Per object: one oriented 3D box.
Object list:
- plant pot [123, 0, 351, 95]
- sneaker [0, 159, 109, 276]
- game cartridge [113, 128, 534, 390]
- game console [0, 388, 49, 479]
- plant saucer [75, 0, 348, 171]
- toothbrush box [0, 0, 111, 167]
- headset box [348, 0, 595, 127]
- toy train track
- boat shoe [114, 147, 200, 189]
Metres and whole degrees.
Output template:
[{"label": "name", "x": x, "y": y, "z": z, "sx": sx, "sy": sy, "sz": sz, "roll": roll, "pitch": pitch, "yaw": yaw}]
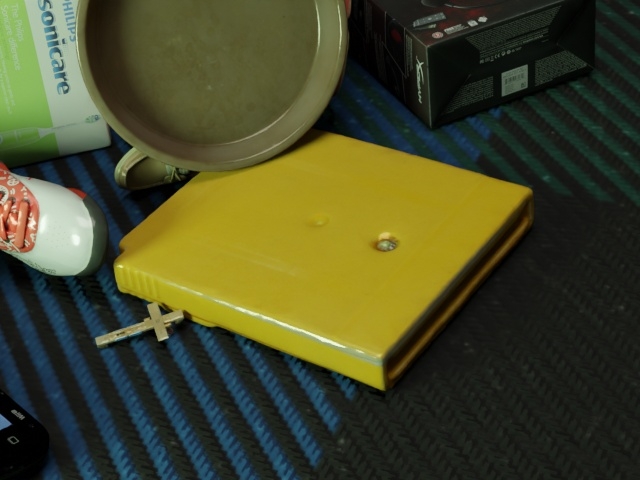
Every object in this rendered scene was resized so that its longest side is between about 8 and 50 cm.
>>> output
[{"label": "plant pot", "x": -0.100, "y": -0.256, "z": 1.621, "sx": 0.243, "sy": 0.275, "sz": 0.275, "roll": 1, "pitch": 37, "yaw": -8}, {"label": "sneaker", "x": -0.333, "y": -0.028, "z": 1.434, "sx": 0.145, "sy": 0.090, "sz": 0.270, "roll": -1, "pitch": 20, "yaw": -45}, {"label": "game cartridge", "x": 0.000, "y": 0.000, "z": 1.436, "sx": 0.324, "sy": 0.052, "sz": 0.285, "roll": 17, "pitch": 43, "yaw": 31}, {"label": "game console", "x": -0.366, "y": 0.113, "z": 1.337, "sx": 0.213, "sy": 0.044, "sz": 0.361, "roll": -32, "pitch": 45, "yaw": -30}, {"label": "plant saucer", "x": -0.109, "y": -0.208, "z": 1.483, "sx": 0.278, "sy": 0.278, "sz": 0.041, "roll": -17, "pitch": 15, "yaw": -15}, {"label": "toothbrush box", "x": -0.385, "y": -0.184, "z": 1.591, "sx": 0.283, "sy": 0.206, "sz": 0.122, "roll": -13, "pitch": 37, "yaw": -8}, {"label": "headset box", "x": 0.145, "y": -0.271, "z": 1.711, "sx": 0.218, "sy": 0.110, "sz": 0.293, "roll": -20, "pitch": 39, "yaw": -17}, {"label": "toy train track", "x": -0.166, "y": 0.084, "z": 1.373, "sx": 0.083, "sy": 0.014, "sz": 0.048, "roll": -18, "pitch": 46, "yaw": -6}, {"label": "boat shoe", "x": -0.151, "y": -0.086, "z": 1.560, "sx": 0.135, "sy": 0.050, "sz": 0.045, "roll": -28, "pitch": 37, "yaw": -26}]
